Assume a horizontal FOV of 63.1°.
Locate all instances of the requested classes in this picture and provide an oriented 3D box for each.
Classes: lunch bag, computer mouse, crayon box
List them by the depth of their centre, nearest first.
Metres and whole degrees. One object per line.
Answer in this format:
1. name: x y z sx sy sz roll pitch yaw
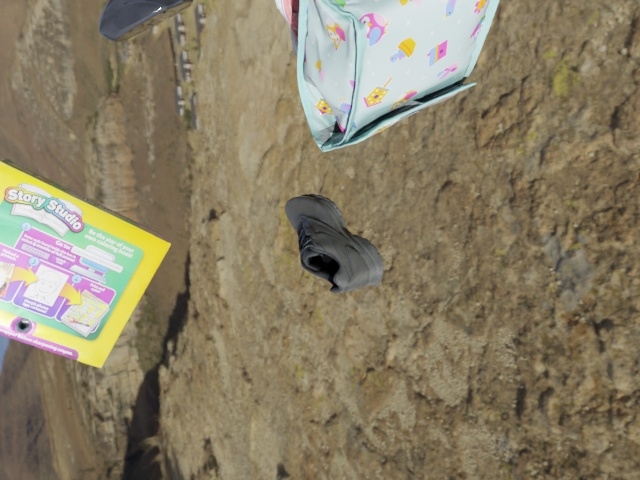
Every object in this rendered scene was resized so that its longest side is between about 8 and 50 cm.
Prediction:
1. computer mouse: -0.127 -0.277 0.545 0.041 0.242 0.071 63 -179 -20
2. lunch bag: 0.092 -0.238 0.679 0.160 0.223 0.262 53 161 25
3. crayon box: -0.558 0.054 1.093 0.313 0.363 0.106 -62 27 -4

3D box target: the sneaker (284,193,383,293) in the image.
1. sneaker: 0.000 0.000 1.072 0.286 0.130 0.109 43 138 36

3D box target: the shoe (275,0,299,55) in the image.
1. shoe: -0.020 -0.391 0.930 0.081 0.063 0.178 36 162 31
